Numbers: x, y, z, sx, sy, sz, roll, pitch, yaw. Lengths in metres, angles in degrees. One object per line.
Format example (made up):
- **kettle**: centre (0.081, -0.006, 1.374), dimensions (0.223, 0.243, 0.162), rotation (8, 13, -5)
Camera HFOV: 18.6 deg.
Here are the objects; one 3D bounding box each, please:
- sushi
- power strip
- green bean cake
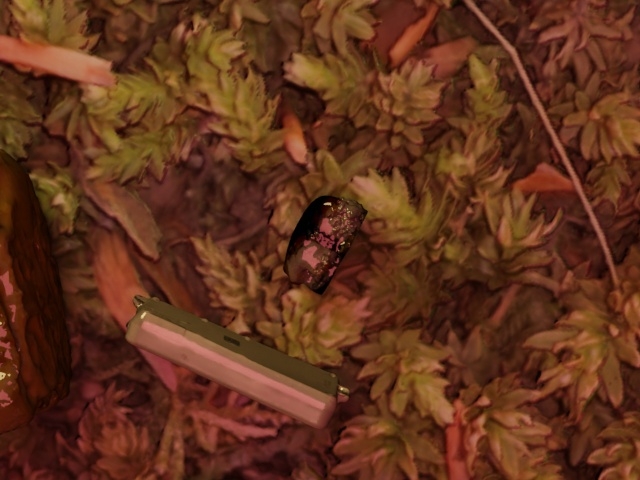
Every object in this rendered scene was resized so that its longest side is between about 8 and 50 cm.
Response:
- **sushi**: centre (0.000, 0.000, 1.579), dimensions (0.046, 0.044, 0.083), rotation (29, 95, -3)
- **power strip**: centre (-0.069, 0.097, 1.574), dimensions (0.192, 0.081, 0.035), rotation (24, 99, -2)
- **green bean cake**: centre (-0.274, 0.039, 1.503), dimensions (0.131, 0.224, 0.229), rotation (-14, 93, 3)
